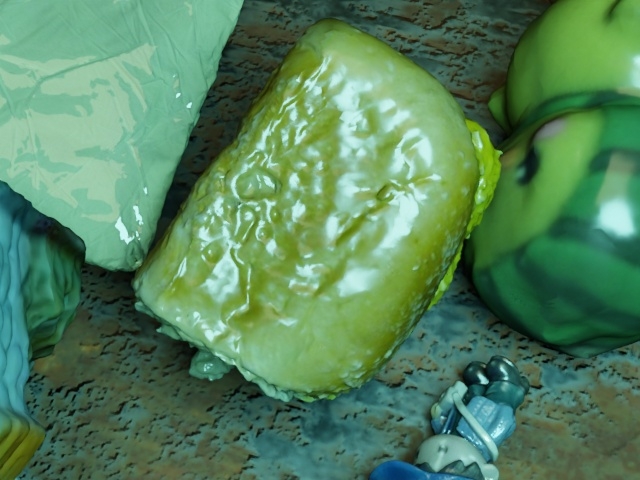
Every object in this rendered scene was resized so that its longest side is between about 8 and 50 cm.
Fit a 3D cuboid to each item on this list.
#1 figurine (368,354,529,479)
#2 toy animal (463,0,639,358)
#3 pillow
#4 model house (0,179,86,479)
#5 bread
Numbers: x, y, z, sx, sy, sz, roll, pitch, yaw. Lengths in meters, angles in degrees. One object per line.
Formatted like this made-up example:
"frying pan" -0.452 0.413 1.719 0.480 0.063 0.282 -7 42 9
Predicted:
"figurine" 0.096 0.145 0.830 0.136 0.077 0.079 -42 101 -38
"toy animal" 0.220 -0.075 0.885 0.191 0.216 0.338 27 62 -15
"pillow" -0.216 -0.135 0.908 0.280 0.076 0.274 16 72 8
"model house" -0.314 0.155 0.691 0.360 0.297 0.339 -5 74 0
"bread" 0.000 0.000 0.822 0.176 0.195 0.246 36 92 -1
